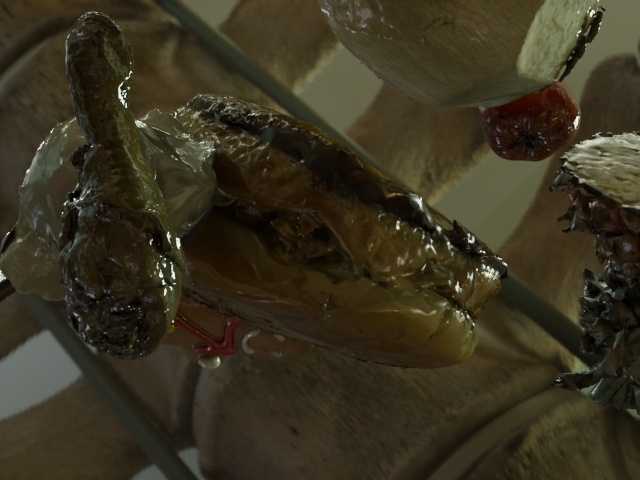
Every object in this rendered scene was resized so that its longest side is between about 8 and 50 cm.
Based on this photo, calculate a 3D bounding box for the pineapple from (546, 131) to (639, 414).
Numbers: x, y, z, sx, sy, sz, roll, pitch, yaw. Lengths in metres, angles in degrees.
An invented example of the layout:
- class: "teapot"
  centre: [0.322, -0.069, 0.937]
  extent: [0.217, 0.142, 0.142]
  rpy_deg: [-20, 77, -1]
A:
- class: "pineapple"
  centre: [0.341, 0.056, 1.089]
  extent: [0.263, 0.271, 0.262]
  rpy_deg: [4, -154, -2]

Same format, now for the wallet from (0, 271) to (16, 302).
- class: "wallet"
  centre: [-0.517, 0.108, 1.537]
  extent: [0.243, 0.039, 0.133]
  rpy_deg: [-35, -162, -3]

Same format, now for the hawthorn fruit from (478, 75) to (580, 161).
- class: "hawthorn fruit"
  centre: [0.263, -0.166, 1.346]
  extent: [0.125, 0.125, 0.140]
  rpy_deg: [25, -99, 30]

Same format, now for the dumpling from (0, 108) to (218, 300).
- class: "dumpling"
  centre: [-0.138, -0.031, 0.751]
  extent: [0.127, 0.108, 0.188]
  rpy_deg: [5, -136, 29]

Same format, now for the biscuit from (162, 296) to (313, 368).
- class: "biscuit"
  centre: [-0.172, 0.115, 1.526]
  extent: [0.340, 0.216, 0.047]
  rpy_deg: [15, -128, -9]

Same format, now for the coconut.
- class: "coconut"
  centre: [0.136, -0.332, 1.141]
  extent: [0.346, 0.360, 0.346]
  rpy_deg: [-40, -150, 29]

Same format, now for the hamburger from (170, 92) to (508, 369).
- class: "hamburger"
  centre: [-0.002, -0.001, 0.909]
  extent: [0.284, 0.305, 0.174]
  rpy_deg: [21, -90, 50]

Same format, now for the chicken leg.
- class: "chicken leg"
  centre: [-0.114, -0.033, 0.604]
  extent: [0.069, 0.085, 0.197]
  rpy_deg: [-8, -97, 7]
